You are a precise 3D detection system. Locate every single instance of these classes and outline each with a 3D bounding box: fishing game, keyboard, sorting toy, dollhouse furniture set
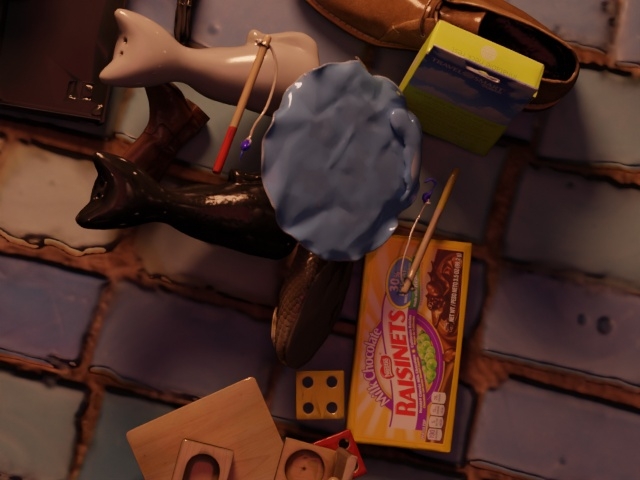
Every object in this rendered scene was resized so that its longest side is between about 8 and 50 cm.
[{"bbox_3d":[0.017,-0.075,1.659,0.264,0.041,0.189,28,76,-34],"label":"fishing game"},{"bbox_3d":[-0.200,-0.268,1.731,0.201,0.033,0.317,10,87,1],"label":"keyboard"},{"bbox_3d":[-0.090,0.211,1.709,0.274,0.046,0.132,-24,90,-5],"label":"sorting toy"},{"bbox_3d":[-0.062,0.243,1.624,0.151,0.123,0.144,15,86,-4],"label":"dollhouse furniture set"}]

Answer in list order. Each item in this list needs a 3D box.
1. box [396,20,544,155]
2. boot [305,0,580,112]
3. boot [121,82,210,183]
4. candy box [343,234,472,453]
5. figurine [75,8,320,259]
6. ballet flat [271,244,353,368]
[{"bbox_3d":[0.136,-0.143,1.679,0.109,0.178,0.042,22,70,-4],"label":"box"},{"bbox_3d":[0.112,-0.224,1.715,0.305,0.115,0.112,26,87,-2],"label":"boot"},{"bbox_3d":[-0.172,-0.100,1.705,0.114,0.037,0.106,-51,124,-3],"label":"boot"},{"bbox_3d":[0.085,0.099,1.741,0.105,0.027,0.206,6,87,-2],"label":"candy box"},{"bbox_3d":[-0.115,-0.100,1.656,0.209,0.092,0.215,8,90,-30],"label":"figurine"},{"bbox_3d":[0.000,0.000,1.719,0.058,0.084,0.250,15,83,24],"label":"ballet flat"}]
